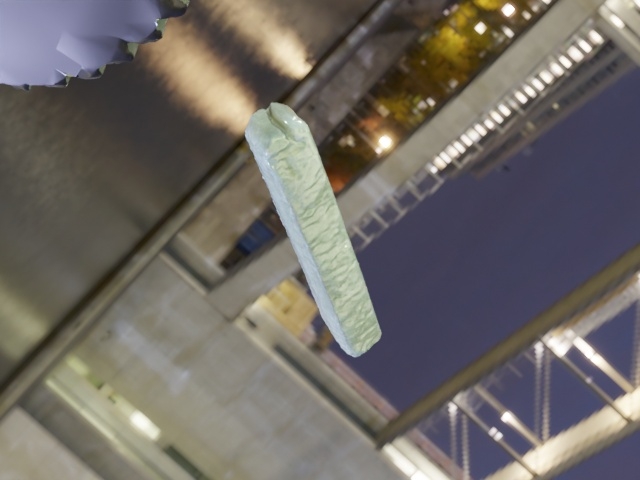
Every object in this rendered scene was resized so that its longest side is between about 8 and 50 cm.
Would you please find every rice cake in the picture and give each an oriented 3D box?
[{"bbox_3d":[0.000,0.000,0.551,0.029,0.171,0.033,-33,-133,-9],"label":"rice cake"}]

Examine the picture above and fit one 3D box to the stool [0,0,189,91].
[{"bbox_3d":[-0.163,-0.300,0.608,0.297,0.297,0.330,-44,-155,42],"label":"stool"}]
